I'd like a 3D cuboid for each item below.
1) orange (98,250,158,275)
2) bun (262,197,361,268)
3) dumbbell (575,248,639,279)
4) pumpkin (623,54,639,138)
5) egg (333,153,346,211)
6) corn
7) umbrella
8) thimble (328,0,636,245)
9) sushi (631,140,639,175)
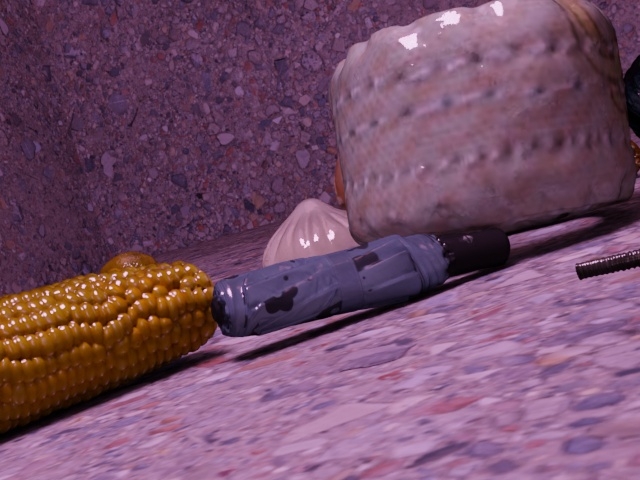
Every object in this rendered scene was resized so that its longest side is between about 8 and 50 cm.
[{"bbox_3d":[-0.276,0.059,1.514,0.095,0.085,0.085,-12,2,-14],"label":"orange"},{"bbox_3d":[0.000,0.000,1.137,0.138,0.094,0.138,-13,2,0],"label":"bun"},{"bbox_3d":[0.191,-0.002,0.485,0.147,0.069,0.069,-15,4,23],"label":"dumbbell"},{"bbox_3d":[0.509,-0.210,1.444,0.194,0.194,0.150,-18,33,-30],"label":"pumpkin"},{"bbox_3d":[0.126,-0.093,1.231,0.233,0.195,0.195,-30,0,14],"label":"egg"},{"bbox_3d":[-0.217,0.083,0.769,0.310,0.101,0.101,-21,6,-37],"label":"corn"},{"bbox_3d":[0.037,0.027,0.814,0.250,0.052,0.053,-12,4,-20],"label":"umbrella"},{"bbox_3d":[0.157,-0.101,0.988,0.291,0.195,0.291,-8,-2,0],"label":"thimble"},{"bbox_3d":[0.353,-0.092,1.295,0.118,0.061,0.060,-21,43,13],"label":"sushi"}]
